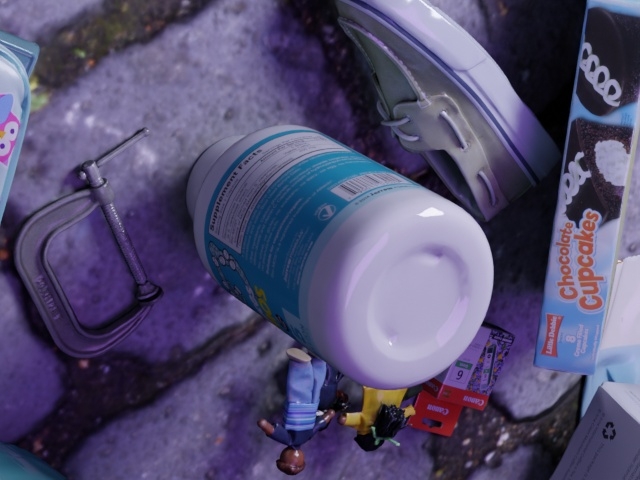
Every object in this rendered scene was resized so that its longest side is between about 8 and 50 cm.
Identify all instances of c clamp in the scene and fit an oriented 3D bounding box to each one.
[{"bbox_3d":[-0.168,0.011,1.387,0.137,0.022,0.160,-29,123,-22],"label":"c clamp"}]

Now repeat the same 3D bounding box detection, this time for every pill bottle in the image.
[{"bbox_3d":[0.000,0.000,1.343,0.146,0.264,0.146,-13,116,-29],"label":"pill bottle"}]

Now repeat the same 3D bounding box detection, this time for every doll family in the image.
[{"bbox_3d":[0.021,0.139,1.544,0.193,0.076,0.111,1,113,-30],"label":"doll family"}]

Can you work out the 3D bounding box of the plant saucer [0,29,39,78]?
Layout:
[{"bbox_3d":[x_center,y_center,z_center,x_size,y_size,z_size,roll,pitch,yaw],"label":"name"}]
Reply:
[{"bbox_3d":[-0.286,-0.137,1.248,0.192,0.018,0.067,21,96,-37],"label":"plant saucer"}]

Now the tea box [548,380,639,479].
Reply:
[{"bbox_3d":[0.371,0.340,1.739,0.324,0.220,0.329,11,114,-36],"label":"tea box"}]

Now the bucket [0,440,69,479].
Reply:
[{"bbox_3d":[-0.253,0.294,1.346,0.281,0.183,0.281,-13,116,-30],"label":"bucket"}]

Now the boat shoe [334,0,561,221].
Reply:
[{"bbox_3d":[0.098,-0.113,1.466,0.094,0.109,0.302,-52,131,-3],"label":"boat shoe"}]

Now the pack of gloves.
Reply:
[{"bbox_3d":[0.349,0.122,1.776,0.195,0.046,0.232,-10,115,-30],"label":"pack of gloves"}]

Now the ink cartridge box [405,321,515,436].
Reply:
[{"bbox_3d":[0.128,0.129,1.636,0.063,0.029,0.115,18,98,-38],"label":"ink cartridge box"}]

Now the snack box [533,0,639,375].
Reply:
[{"bbox_3d":[0.240,-0.066,1.543,0.187,0.060,0.321,-54,151,-68],"label":"snack box"}]

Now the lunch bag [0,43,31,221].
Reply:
[{"bbox_3d":[-0.317,-0.058,1.068,0.279,0.108,0.224,17,84,-41],"label":"lunch bag"}]
